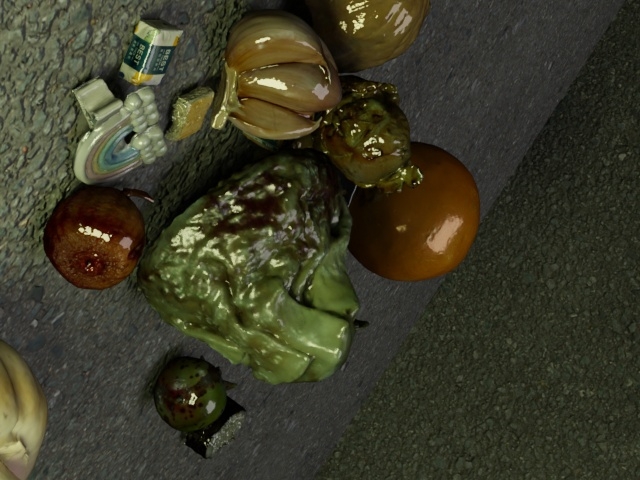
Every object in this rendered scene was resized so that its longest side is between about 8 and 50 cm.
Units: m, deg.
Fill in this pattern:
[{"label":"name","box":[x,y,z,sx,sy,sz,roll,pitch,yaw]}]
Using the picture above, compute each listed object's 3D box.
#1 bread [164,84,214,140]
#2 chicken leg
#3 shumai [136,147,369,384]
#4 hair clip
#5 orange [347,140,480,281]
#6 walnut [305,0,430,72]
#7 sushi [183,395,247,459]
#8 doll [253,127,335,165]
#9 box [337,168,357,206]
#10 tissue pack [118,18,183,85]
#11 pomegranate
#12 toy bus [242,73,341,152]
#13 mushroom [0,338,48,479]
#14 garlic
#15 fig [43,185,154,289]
[{"label":"bread","box":[-0.192,-0.187,1.688,0.070,0.035,0.083,-39,160,-45]},{"label":"chicken leg","box":[0.063,-0.177,1.881,0.140,0.211,0.361,-22,-169,-3]},{"label":"shumai","box":[-0.067,0.072,1.863,0.395,0.348,0.395,-32,163,-11]},{"label":"hair clip","box":[-0.275,-0.139,1.524,0.140,0.054,0.220,-39,162,-16]},{"label":"orange","box":[0.193,-0.060,2.470,0.312,0.312,0.312,-49,160,-25]},{"label":"walnut","box":[0.063,-0.344,1.798,0.238,0.204,0.141,85,18,-60]},{"label":"sushi","box":[-0.228,0.400,2.490,0.150,0.078,0.090,-40,149,-41]},{"label":"doll","box":[-0.049,-0.181,2.023,0.209,0.097,0.137,-12,101,-45]},{"label":"box","box":[0.000,0.000,2.195,0.211,0.058,0.350,-69,-179,-81]},{"label":"tissue pack","box":[-0.222,-0.245,1.499,0.062,0.042,0.083,-14,134,-61]},{"label":"pomegranate","box":[-0.237,0.281,2.179,0.169,0.148,0.148,-50,163,-57]},{"label":"toy bus","box":[-0.052,-0.227,1.899,0.182,0.091,0.103,-45,156,-37]},{"label":"mushroom","box":[-0.470,0.283,1.353,0.325,0.353,0.353,37,84,-41]},{"label":"garlic","box":[-0.064,-0.261,1.714,0.160,0.191,0.214,-99,-165,-50]},{"label":"fig","box":[-0.290,-0.035,1.583,0.146,0.134,0.201,-37,-159,42]}]
